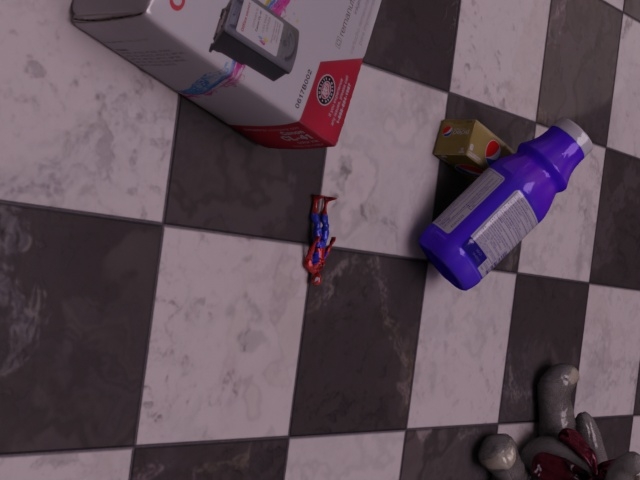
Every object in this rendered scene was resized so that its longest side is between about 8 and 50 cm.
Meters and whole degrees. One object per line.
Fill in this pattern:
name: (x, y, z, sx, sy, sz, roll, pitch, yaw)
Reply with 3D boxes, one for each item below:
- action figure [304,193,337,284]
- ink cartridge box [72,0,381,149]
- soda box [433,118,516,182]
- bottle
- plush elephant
action figure: (0.000, 0.000, 1.340, 0.038, 0.030, 0.115, 5, 93, -53)
ink cartridge box: (-0.086, -0.262, 1.138, 0.306, 0.131, 0.226, 30, 73, -47)
soda box: (0.248, -0.120, 1.568, 0.181, 0.061, 0.058, 27, 74, -46)
bottle: (0.272, -0.058, 1.506, 0.283, 0.092, 0.118, -45, 140, -3)
plush elephant: (0.443, 0.412, 1.704, 0.272, 0.255, 0.330, -30, 116, -41)
